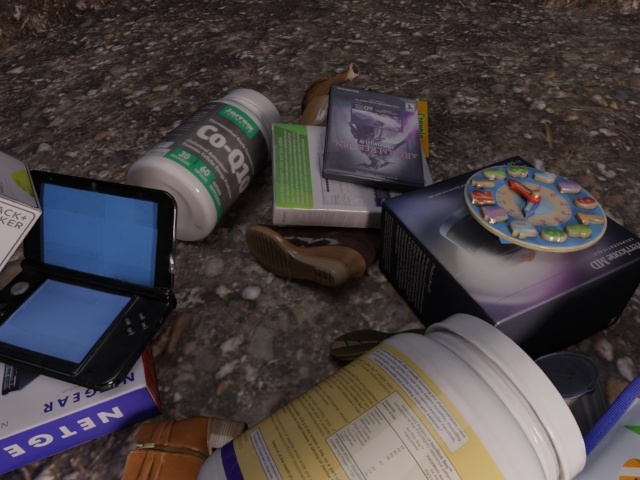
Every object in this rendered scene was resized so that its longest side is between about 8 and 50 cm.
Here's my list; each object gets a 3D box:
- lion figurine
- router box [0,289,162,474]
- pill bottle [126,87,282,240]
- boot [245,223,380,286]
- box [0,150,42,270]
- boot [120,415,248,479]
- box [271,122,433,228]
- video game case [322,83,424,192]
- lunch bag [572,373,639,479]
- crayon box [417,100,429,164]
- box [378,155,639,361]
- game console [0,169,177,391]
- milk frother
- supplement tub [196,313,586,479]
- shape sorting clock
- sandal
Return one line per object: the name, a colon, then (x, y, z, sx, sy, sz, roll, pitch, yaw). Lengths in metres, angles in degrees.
lion figurine: (-0.002, -0.298, 1.192, 0.240, 0.142, 0.392, -16, 36, 44)
router box: (-0.446, 0.189, 0.739, 0.335, 0.082, 0.301, -18, 44, -15)
pill bottle: (-0.236, -0.184, 1.042, 0.204, 0.204, 0.361, 13, 45, 18)
boot: (0.000, 0.000, 0.931, 0.248, 0.090, 0.207, 23, 37, 28)
box: (-0.547, 0.012, 0.698, 0.290, 0.087, 0.169, -52, 49, 7)
boot: (-0.182, 0.314, 0.590, 0.152, 0.073, 0.197, 0, 32, 4)
box: (0.062, -0.130, 0.938, 0.322, 0.058, 0.232, 3, 54, -11)
video game case: (0.108, -0.215, 0.959, 0.196, 0.026, 0.274, 9, 52, -5)
lunch bag: (0.472, 0.239, 0.407, 0.385, 0.239, 0.328, -30, 31, -4)
crayon box: (0.183, -0.251, 1.171, 0.165, 0.081, 0.278, 3, 43, 9)
box: (0.298, 0.033, 0.777, 0.296, 0.182, 0.294, -20, 46, -16)
game console: (-0.382, 0.047, 0.700, 0.293, 0.173, 0.250, 9, 44, 15)
milk frother: (0.283, 0.234, 0.586, 0.143, 0.134, 0.129, -37, 21, -34)
supplement tub: (0.070, 0.247, 0.487, 0.331, 0.241, 0.241, -29, 47, -14)
shape sorting clock: (0.321, -0.057, 0.708, 0.206, 0.040, 0.206, -1, 42, 1)
sandal: (0.101, 0.173, 0.730, 0.180, 0.049, 0.072, -7, 17, 15)
